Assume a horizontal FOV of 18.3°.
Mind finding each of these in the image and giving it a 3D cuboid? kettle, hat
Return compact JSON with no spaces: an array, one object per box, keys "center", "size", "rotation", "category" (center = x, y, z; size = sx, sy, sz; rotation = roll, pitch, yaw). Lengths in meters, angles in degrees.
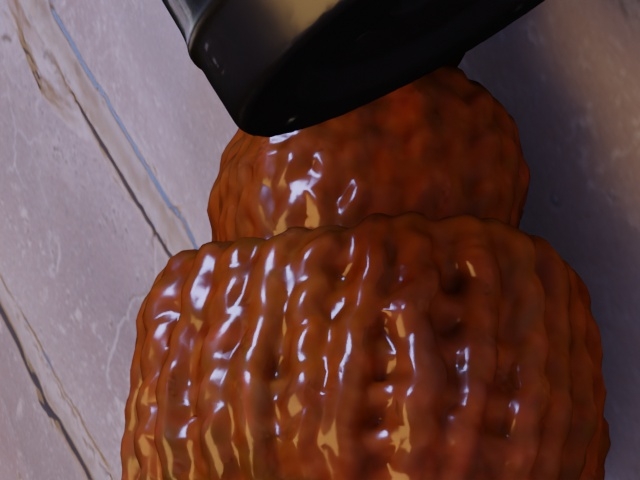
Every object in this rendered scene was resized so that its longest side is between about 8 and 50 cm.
[{"center":[-0.018,-0.252,0.874],"size":[0.324,0.228,0.321],"rotation":[59,167,9],"category":"kettle"},{"center":[0.000,0.000,1.095],"size":[0.285,0.285,0.400],"rotation":[-41,55,53],"category":"hat"}]
